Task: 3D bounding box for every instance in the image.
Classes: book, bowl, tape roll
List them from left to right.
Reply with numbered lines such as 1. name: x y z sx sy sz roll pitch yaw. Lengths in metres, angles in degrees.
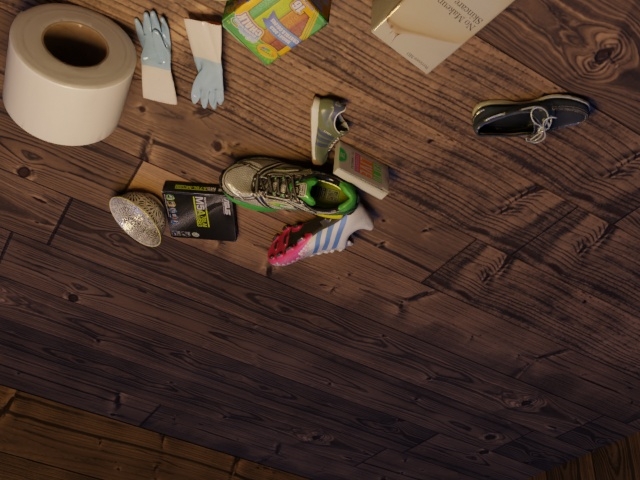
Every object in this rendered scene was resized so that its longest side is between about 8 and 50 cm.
1. tape roll: -0.515 -0.340 1.523 0.246 0.246 0.169 19 139 -16
2. bowl: -0.462 -0.072 1.951 0.170 0.080 0.170 26 145 20
3. book: 0.097 -0.170 1.774 0.144 0.096 0.035 25 137 -23

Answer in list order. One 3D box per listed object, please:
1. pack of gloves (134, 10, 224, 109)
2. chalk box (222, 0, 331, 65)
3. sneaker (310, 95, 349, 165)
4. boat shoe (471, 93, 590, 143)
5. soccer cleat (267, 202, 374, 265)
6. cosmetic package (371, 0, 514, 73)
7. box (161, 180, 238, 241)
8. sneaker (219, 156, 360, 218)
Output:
1. pack of gloves: -0.297 -0.393 1.607 0.195 0.046 0.232 14 138 7
2. chalk box: -0.099 -0.444 1.435 0.213 0.132 0.132 -27 131 33
3. sneaker: 0.024 -0.246 1.712 0.086 0.064 0.192 6 138 7
4. boat shoe: 0.462 -0.265 1.627 0.254 0.079 0.095 2 140 5
5. soccer cleat: 0.000 0.000 1.974 0.143 0.116 0.331 34 133 -29
6. cosmetic package: 0.253 -0.473 1.377 0.160 0.113 0.309 29 134 -26
7. box: -0.316 -0.075 1.977 0.184 0.045 0.191 6 141 3
8. sneaker: -0.071 -0.133 1.770 0.343 0.134 0.146 6 178 -2
